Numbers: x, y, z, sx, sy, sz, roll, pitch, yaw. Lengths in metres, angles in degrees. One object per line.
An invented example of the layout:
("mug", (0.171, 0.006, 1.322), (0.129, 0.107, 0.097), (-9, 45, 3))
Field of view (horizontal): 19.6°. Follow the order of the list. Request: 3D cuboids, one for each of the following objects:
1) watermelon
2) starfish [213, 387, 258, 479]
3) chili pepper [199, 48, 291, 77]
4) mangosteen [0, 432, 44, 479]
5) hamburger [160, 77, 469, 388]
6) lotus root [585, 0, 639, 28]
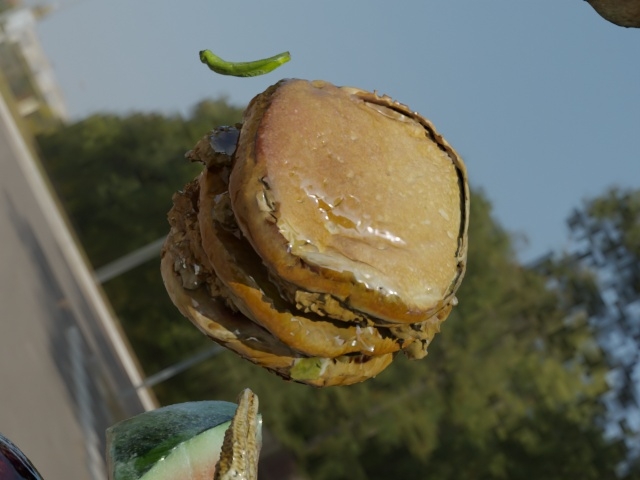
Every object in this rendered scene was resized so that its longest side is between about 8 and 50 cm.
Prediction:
("watermelon", (-0.148, 0.309, 1.917), (0.140, 0.193, 0.256), (5, -75, 50))
("starfish", (-0.060, 0.234, 1.495), (0.247, 0.050, 0.138), (-76, 163, -54))
("chili pepper", (-0.066, -0.152, 1.571), (0.017, 0.083, 0.030), (58, 44, -58))
("mangosteen", (-0.295, 0.188, 1.064), (0.302, 0.275, 0.275), (55, -3, -12))
("hamburger", (0.009, 0.001, 1.543), (0.245, 0.260, 0.211), (52, -48, 10))
("lotus root", (0.193, -0.208, 0.928), (0.078, 0.203, 0.183), (11, -34, 49))
